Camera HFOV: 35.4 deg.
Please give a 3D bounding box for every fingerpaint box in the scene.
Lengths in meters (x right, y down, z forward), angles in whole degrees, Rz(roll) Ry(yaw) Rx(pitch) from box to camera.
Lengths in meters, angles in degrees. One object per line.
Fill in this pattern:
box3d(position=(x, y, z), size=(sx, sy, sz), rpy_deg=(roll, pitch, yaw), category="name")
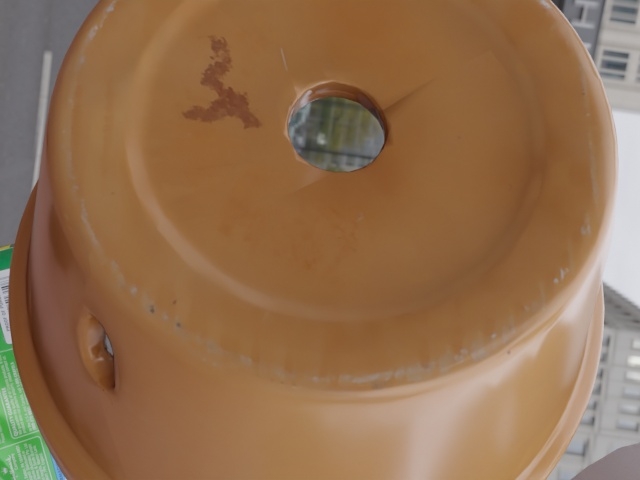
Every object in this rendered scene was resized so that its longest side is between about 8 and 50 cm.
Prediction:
box3d(position=(-0.446, 0.233, 1.441), size=(0.371, 0.163, 0.444), rpy_deg=(-3, -78, 66), category="fingerpaint box")

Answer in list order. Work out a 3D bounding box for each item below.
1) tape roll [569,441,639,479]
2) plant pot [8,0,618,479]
box3d(position=(0.255, 0.270, 0.642), size=(0.100, 0.286, 0.286), rpy_deg=(-99, -164, -78), category="tape roll")
box3d(position=(0.000, 0.000, 0.435), size=(0.203, 0.291, 0.290), rpy_deg=(102, -4, -67), category="plant pot")
